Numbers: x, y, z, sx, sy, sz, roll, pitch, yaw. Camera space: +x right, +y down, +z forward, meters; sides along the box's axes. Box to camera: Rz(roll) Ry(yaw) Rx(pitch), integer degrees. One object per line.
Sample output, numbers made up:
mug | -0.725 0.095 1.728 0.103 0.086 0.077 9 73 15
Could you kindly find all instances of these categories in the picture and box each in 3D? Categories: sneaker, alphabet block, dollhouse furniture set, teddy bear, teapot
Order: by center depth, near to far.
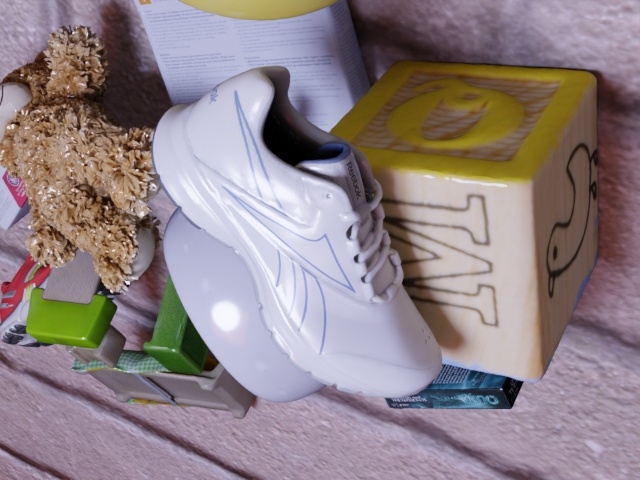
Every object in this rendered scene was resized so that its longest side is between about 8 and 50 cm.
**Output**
sneaker | 0.000 0.000 0.767 0.129 0.111 0.297 -31 104 39
alphabet block | 0.124 -0.025 0.872 0.194 0.192 0.197 8 129 27
teapot | -0.019 0.029 1.011 0.187 0.256 0.252 -31 80 10
teddy bear | -0.261 -0.087 1.029 0.338 0.113 0.245 55 140 29
dollhouse furniture set | -0.198 0.102 1.242 0.198 0.151 0.301 5 157 16
sneaker | -0.336 0.035 1.295 0.279 0.107 0.118 -34 60 31

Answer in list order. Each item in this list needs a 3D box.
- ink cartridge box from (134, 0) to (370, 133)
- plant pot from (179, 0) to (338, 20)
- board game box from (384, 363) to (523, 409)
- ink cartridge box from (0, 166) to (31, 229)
ink cartridge box | -0.066 -0.183 0.974 0.223 0.045 0.223 3 126 32
plant pot | -0.034 -0.300 0.652 0.254 0.254 0.239 43 169 -3
board game box | 0.148 0.086 0.943 0.126 0.186 0.026 -7 121 38
ink cartridge box | -0.409 -0.119 1.236 0.175 0.072 0.127 44 136 -4
